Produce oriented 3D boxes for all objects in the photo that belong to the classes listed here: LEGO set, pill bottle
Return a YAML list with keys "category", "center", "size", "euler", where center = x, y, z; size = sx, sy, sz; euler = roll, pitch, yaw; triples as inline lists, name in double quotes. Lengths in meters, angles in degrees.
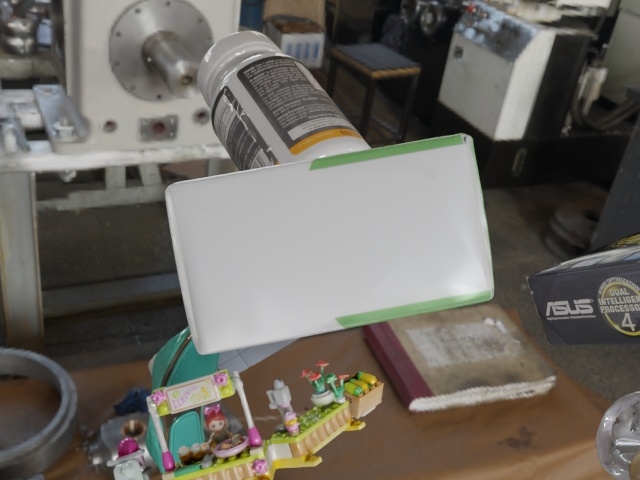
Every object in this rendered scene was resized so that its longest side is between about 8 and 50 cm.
- category: "LEGO set"
  center: [-0.060, 0.160, 0.684]
  size: [0.287, 0.107, 0.132]
  euler: [-17, 2, -20]
- category: "pill bottle"
  center: [-0.055, -0.153, 0.982]
  size: [0.162, 0.162, 0.278]
  euler: [-12, 52, -31]

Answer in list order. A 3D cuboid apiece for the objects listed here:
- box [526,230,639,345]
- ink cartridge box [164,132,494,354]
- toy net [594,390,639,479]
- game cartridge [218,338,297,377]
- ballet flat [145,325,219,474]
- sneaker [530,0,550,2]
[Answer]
- category: "box"
  center: [0.452, 0.011, 0.694]
  size: [0.318, 0.097, 0.395]
  euler: [-20, 1, -25]
- category: "ink cartridge box"
  center: [0.000, 0.000, 0.468]
  size: [0.160, 0.093, 0.219]
  euler: [-10, 1, -3]
- category: "toy net"
  center: [0.177, 0.116, 0.369]
  size: [0.045, 0.122, 0.232]
  euler: [7, 6, 9]
- category: "game cartridge"
  center: [-0.010, 0.088, 0.996]
  size: [0.060, 0.294, 0.196]
  euler: [55, 27, -1]
- category: "ballet flat"
  center: [-0.185, 0.190, 0.902]
  size: [0.083, 0.247, 0.087]
  euler: [-17, 38, -42]
- category: "sneaker"
  center: [0.188, -0.285, 0.587]
  size: [0.130, 0.087, 0.227]
  euler: [26, 72, 32]
